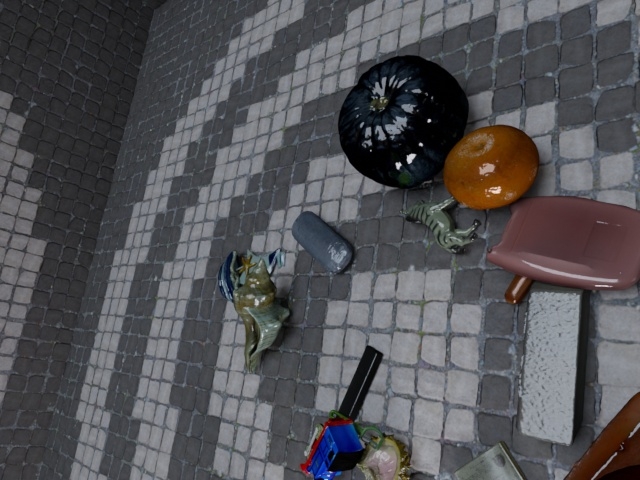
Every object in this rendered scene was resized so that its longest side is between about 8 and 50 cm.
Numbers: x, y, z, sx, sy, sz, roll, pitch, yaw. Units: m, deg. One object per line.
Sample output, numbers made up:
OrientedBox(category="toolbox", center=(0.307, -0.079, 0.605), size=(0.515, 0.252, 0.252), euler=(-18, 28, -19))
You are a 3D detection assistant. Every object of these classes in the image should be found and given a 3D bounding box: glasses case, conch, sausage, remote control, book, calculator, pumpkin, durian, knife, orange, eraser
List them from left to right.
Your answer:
OrientedBox(category="conch", center=(-0.183, 0.249, 1.631), size=(0.203, 0.169, 0.386), euler=(-151, 49, -67))
OrientedBox(category="glasses case", center=(0.000, 0.000, 1.605), size=(0.109, 0.067, 0.282), euler=(-56, 44, 8))
OrientedBox(category="knife", center=(0.091, 0.480, 1.318), size=(0.212, 0.015, 0.054), euler=(7, 60, 55))
OrientedBox(category="remote control", center=(0.100, 0.409, 1.385), size=(0.063, 0.025, 0.245), euler=(22, 90, 50))
OrientedBox(category="durian", center=(0.174, 0.566, 1.204), size=(0.140, 0.078, 0.224), euler=(-43, 30, 10))
OrientedBox(category="pumpkin", center=(0.223, -0.324, 1.384), size=(0.363, 0.266, 0.364), euler=(-18, 59, 33))
OrientedBox(category="orange", center=(0.409, -0.168, 1.206), size=(0.224, 0.170, 0.224), euler=(-31, 35, 25))
OrientedBox(category="book", center=(0.387, 0.552, 1.069), size=(0.138, 0.016, 0.199), euler=(-45, 49, 21))
OrientedBox(category="sausage", center=(0.468, 0.088, 1.154), size=(0.039, 0.041, 0.131), euler=(38, 101, 38))
OrientedBox(category="eraser", center=(0.489, 0.235, 1.056), size=(0.111, 0.077, 0.353), euler=(0, 74, 40))
OrientedBox(category="calculator", center=(0.538, -0.005, 1.090), size=(0.329, 0.048, 0.220), euler=(13, 65, 41))
OrientedBox(category="sausage", center=(0.534, 0.421, 0.928), size=(0.102, 0.102, 0.330), euler=(42, 104, 43))

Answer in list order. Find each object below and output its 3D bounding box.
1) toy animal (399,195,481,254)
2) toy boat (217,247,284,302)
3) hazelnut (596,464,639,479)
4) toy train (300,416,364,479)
OrientedBox(category="toy animal", center=(0.314, -0.047, 1.332), size=(0.176, 0.073, 0.217), euler=(-40, 56, 32))
OrientedBox(category="toy boat", center=(-0.237, 0.107, 1.807), size=(0.291, 0.067, 0.221), euler=(-22, 60, 23))
OrientedBox(category="hazelnut", center=(0.543, 0.530, 0.683), size=(0.402, 0.402, 0.430), euler=(-17, 52, 38))
OrientedBox(category="toy train", center=(0.024, 0.553, 1.304), size=(0.131, 0.082, 0.204), euler=(59, 136, 48))
